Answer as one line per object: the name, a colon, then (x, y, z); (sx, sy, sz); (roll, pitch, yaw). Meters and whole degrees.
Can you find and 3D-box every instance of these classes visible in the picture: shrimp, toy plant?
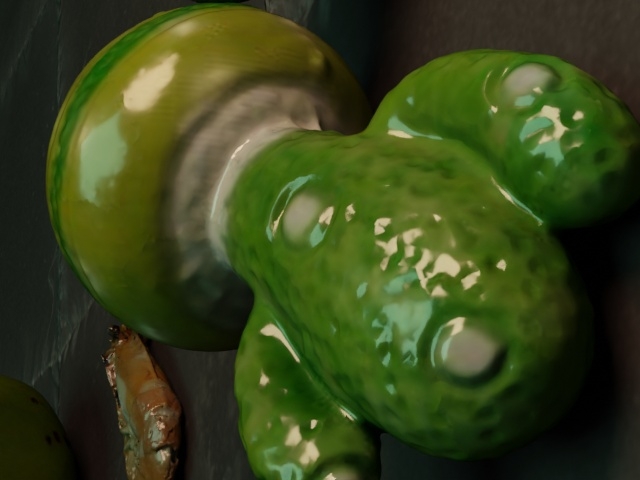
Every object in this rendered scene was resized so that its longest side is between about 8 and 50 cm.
shrimp: (-0.140, 0.123, 0.984); (0.184, 0.043, 0.091); (-111, 36, -45)
toy plant: (0.000, 0.000, 0.609); (0.316, 0.184, 0.224); (26, 87, 53)

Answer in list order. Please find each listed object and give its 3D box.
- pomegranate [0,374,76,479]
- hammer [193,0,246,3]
pomegranate: (-0.311, 0.257, 1.114); (0.236, 0.236, 0.302); (-6, 100, 64)
hammer: (0.039, -0.243, 0.654); (0.335, 0.119, 0.206); (-18, 28, 43)
